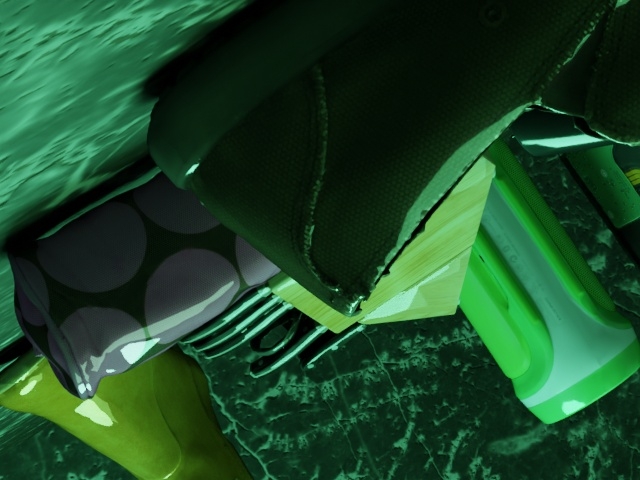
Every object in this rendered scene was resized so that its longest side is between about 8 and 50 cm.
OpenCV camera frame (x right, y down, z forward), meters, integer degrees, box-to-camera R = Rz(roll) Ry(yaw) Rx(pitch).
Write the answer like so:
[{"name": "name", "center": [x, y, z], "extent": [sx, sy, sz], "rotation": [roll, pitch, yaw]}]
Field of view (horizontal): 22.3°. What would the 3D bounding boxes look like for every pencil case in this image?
[{"name": "pencil case", "center": [-0.056, -0.003, 0.805], "extent": [0.209, 0.095, 0.098], "rotation": [-30, -168, -22]}]

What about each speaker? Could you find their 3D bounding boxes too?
[{"name": "speaker", "center": [0.167, 0.014, 1.477], "extent": [0.131, 0.296, 0.131], "rotation": [-33, 178, -2]}]

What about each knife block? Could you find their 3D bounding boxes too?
[{"name": "knife block", "center": [0.000, 0.000, 1.341], "extent": [0.242, 0.088, 0.276], "rotation": [-5, 140, -13]}]

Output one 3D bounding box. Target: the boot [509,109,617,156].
[{"name": "boot", "center": [0.186, -0.156, 0.731], "extent": [0.207, 0.246, 0.094], "rotation": [2, 162, 39]}]

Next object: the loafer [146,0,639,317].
[{"name": "loafer", "center": [0.112, -0.096, 0.627], "extent": [0.366, 0.130, 0.134], "rotation": [-34, 177, 12]}]

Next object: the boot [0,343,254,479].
[{"name": "boot", "center": [-0.139, 0.154, 1.299], "extent": [0.104, 0.211, 0.295], "rotation": [-35, 177, 13]}]

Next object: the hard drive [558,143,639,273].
[{"name": "hard drive", "center": [0.319, -0.066, 1.425], "extent": [0.064, 0.339, 0.237], "rotation": [-35, 177, -24]}]
